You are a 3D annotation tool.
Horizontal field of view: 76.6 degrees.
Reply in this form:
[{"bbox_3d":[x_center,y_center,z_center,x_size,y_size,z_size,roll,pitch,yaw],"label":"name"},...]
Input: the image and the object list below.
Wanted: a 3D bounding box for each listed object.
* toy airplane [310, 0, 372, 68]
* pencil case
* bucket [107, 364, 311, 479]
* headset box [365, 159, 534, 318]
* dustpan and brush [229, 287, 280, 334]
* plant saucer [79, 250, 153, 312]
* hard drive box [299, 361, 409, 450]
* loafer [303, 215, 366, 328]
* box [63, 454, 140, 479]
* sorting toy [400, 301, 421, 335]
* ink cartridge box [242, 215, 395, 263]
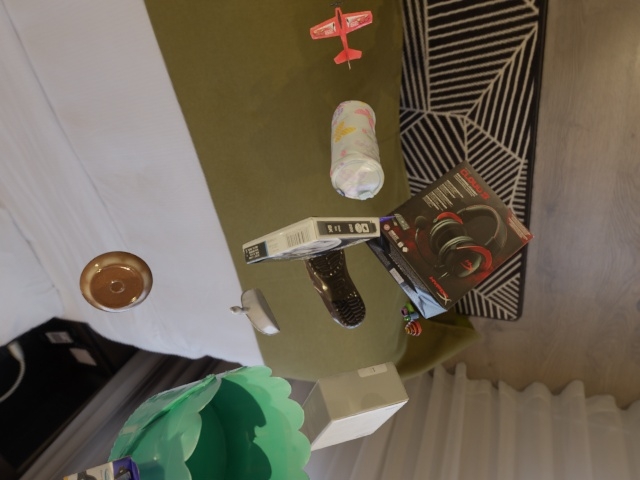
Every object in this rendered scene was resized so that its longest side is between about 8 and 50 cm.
[{"bbox_3d":[0.057,-0.492,0.974,0.151,0.028,0.151,1,123,2],"label":"toy airplane"},{"bbox_3d":[0.086,-0.221,0.970,0.113,0.273,0.124,-31,130,30],"label":"pencil case"},{"bbox_3d":[-0.157,0.337,0.601,0.183,0.281,0.281,-18,113,26],"label":"bucket"},{"bbox_3d":[0.275,-0.014,0.855,0.218,0.293,0.110,53,162,10],"label":"headset box"},{"bbox_3d":[-0.183,0.186,1.080,0.147,0.060,0.211,60,177,18],"label":"dustpan and brush"},{"bbox_3d":[-0.604,0.130,1.205,0.036,0.198,0.198,33,148,60],"label":"plant saucer"},{"bbox_3d":[0.062,0.376,0.905,0.181,0.089,0.232,-4,142,-23],"label":"hard drive box"},{"bbox_3d":[0.013,0.105,1.273,0.130,0.134,0.366,-23,87,65],"label":"loafer"},{"bbox_3d":[-0.258,0.309,0.479,0.136,0.028,0.081,-31,67,30],"label":"box"},{"bbox_3d":[0.258,0.231,1.187,0.061,0.042,0.102,104,147,-59],"label":"sorting toy"},{"bbox_3d":[0.000,0.000,0.742,0.206,0.208,0.045,-19,79,47],"label":"ink cartridge box"}]
